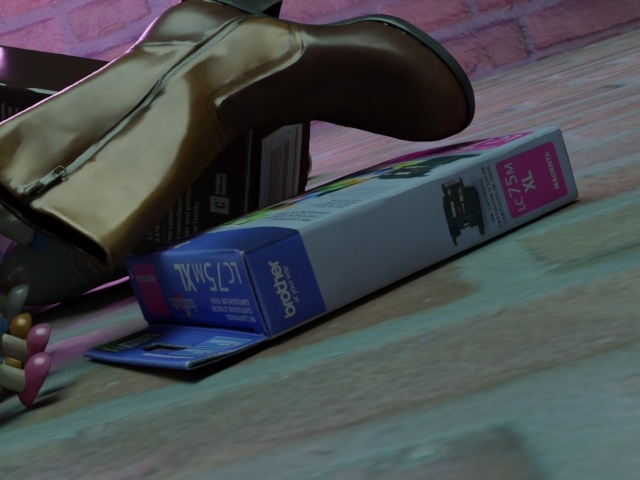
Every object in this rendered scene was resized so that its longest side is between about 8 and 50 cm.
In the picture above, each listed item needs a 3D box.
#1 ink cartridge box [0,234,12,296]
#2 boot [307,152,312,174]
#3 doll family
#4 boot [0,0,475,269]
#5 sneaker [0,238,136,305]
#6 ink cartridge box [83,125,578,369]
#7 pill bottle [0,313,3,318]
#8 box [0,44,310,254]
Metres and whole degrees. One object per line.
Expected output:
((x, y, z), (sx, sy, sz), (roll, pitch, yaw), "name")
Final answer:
((-0.436, 0.029, 0.966), (0.226, 0.131, 0.306), (-2, 7, 0), "ink cartridge box")
((-0.156, -0.092, 1.466), (0.244, 0.088, 0.176), (-13, 5, -28), "boot")
((-0.271, 0.033, 0.624), (0.118, 0.163, 0.263), (-56, 28, 22), "doll family")
((-0.062, -0.080, 0.672), (0.264, 0.096, 0.280), (29, 48, 17), "boot")
((-0.207, 0.002, 0.970), (0.232, 0.090, 0.115), (-26, 15, -36), "sneaker")
((0.000, 0.000, 0.653), (0.311, 0.065, 0.186), (-25, 11, -30), "ink cartridge box")
((-0.366, 0.070, 0.739), (0.222, 0.124, 0.124), (-21, 9, -27), "pill bottle")
((-0.215, -0.091, 0.898), (0.382, 0.143, 0.191), (9, 19, 12), "box")
